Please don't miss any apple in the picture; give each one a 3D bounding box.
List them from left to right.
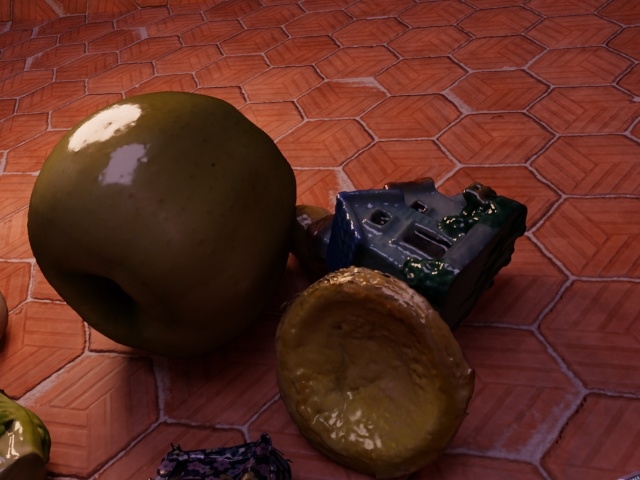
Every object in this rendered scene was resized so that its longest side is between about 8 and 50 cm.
[{"bbox_3d":[-0.260,-0.036,1.091,0.473,0.474,0.474,-8,39,6],"label":"apple"}]

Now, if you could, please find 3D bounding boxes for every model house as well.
[{"bbox_3d":[0.136,-0.014,1.059,0.329,0.252,0.295,31,54,26],"label":"model house"}]

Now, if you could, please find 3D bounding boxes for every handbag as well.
[{"bbox_3d":[-0.141,0.374,0.806,0.207,0.127,0.229,-14,38,8],"label":"handbag"}]

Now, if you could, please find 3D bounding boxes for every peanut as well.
[{"bbox_3d":[0.000,0.000,1.244,0.120,0.110,0.236,-24,40,-36],"label":"peanut"}]

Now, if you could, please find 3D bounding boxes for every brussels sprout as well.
[{"bbox_3d":[-0.523,0.330,0.941,0.223,0.161,0.223,6,36,-5],"label":"brussels sprout"}]

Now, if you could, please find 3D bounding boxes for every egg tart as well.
[{"bbox_3d":[0.078,0.184,0.897,0.314,0.315,0.120,13,16,29],"label":"egg tart"}]

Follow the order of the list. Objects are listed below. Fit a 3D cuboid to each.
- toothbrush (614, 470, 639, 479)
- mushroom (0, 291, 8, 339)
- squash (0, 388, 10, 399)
[{"bbox_3d":[0.305,0.360,0.786,0.269,0.021,0.027,-23,34,-12],"label":"toothbrush"},{"bbox_3d":[-0.738,0.160,1.210,0.215,0.207,0.207,-42,37,14],"label":"mushroom"},{"bbox_3d":[-0.679,0.325,1.020,0.137,0.137,0.287,19,51,34],"label":"squash"}]
